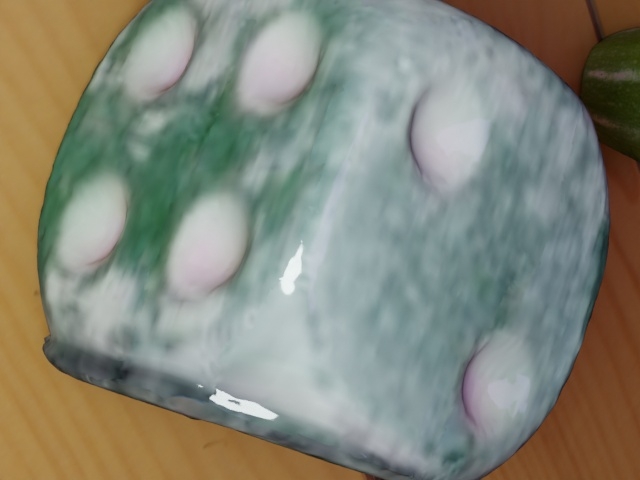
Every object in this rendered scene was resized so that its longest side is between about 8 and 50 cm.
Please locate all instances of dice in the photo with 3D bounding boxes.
[{"bbox_3d":[0.000,0.000,1.363,0.330,0.328,0.348,31,76,-41],"label":"dice"}]

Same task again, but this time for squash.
[{"bbox_3d":[0.353,-0.150,1.809,0.170,0.122,0.170,-9,104,-42],"label":"squash"}]
